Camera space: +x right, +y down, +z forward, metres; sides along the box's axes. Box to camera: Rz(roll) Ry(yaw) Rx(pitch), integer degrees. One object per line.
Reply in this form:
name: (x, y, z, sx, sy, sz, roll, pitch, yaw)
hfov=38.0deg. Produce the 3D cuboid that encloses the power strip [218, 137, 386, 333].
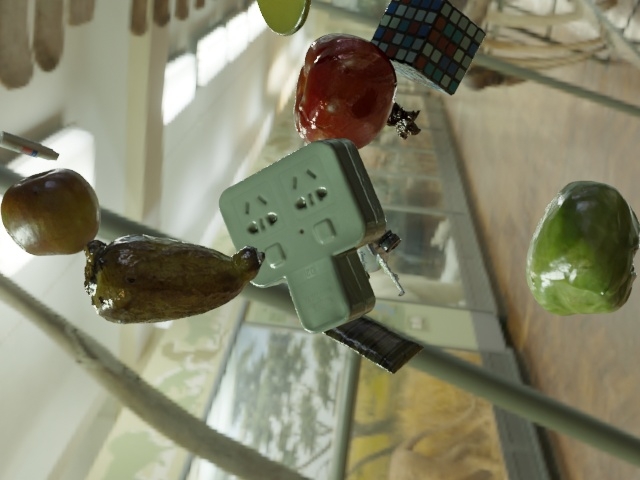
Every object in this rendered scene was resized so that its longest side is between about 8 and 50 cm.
power strip: (0.000, 0.000, 1.411, 0.141, 0.229, 0.261, -14, -100, -58)

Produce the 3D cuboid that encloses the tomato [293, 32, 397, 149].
tomato: (0.061, -0.350, 2.191, 0.298, 0.226, 0.298, -173, 90, -81)

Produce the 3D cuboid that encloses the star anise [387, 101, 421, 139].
star anise: (0.173, -0.326, 2.363, 0.070, 0.191, 0.097, -54, 5, -21)

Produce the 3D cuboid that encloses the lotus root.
lotus root: (-0.151, 0.042, 0.976, 0.108, 0.191, 0.094, -163, 75, -74)

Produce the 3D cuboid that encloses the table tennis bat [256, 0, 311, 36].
table tennis bat: (-0.073, -0.624, 2.036, 0.224, 0.054, 0.368, 51, 142, 33)

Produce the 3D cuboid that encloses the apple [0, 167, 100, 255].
apple: (-0.657, -0.063, 2.282, 0.237, 0.237, 0.207, -78, -27, -71)

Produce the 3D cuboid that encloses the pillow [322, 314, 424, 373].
pillow: (0.095, 0.197, 1.867, 0.113, 0.203, 0.038, -30, -42, -43)

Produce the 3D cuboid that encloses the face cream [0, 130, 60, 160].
face cream: (-0.612, -0.195, 1.956, 0.034, 0.130, 0.034, -24, 58, 45)

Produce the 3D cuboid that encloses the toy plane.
toy plane: (0.097, 0.009, 1.768, 0.101, 0.251, 0.255, -42, -20, 3)

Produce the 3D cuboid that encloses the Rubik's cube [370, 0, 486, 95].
Rubik's cube: (0.259, -0.492, 2.298, 0.184, 0.187, 0.182, 32, 96, 48)

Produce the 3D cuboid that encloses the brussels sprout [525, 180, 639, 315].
brussels sprout: (0.580, 0.027, 2.043, 0.328, 0.247, 0.328, -53, -23, -34)
